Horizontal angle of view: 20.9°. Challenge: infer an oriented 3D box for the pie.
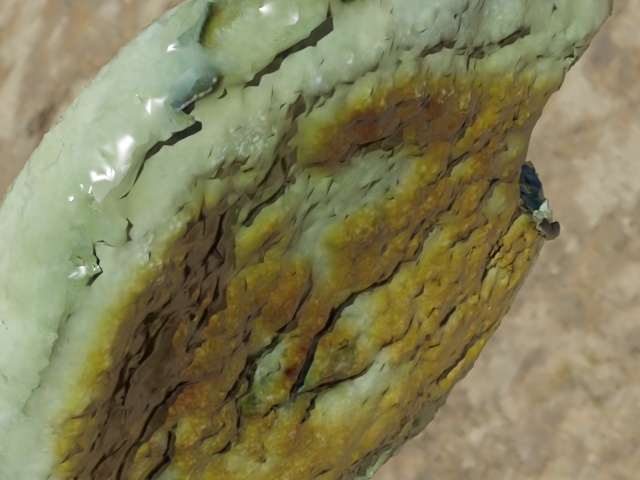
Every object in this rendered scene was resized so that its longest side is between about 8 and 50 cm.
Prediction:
[{"bbox_3d":[-0.006,0.004,0.629,0.067,0.302,0.302,39,99,29],"label":"pie"}]
